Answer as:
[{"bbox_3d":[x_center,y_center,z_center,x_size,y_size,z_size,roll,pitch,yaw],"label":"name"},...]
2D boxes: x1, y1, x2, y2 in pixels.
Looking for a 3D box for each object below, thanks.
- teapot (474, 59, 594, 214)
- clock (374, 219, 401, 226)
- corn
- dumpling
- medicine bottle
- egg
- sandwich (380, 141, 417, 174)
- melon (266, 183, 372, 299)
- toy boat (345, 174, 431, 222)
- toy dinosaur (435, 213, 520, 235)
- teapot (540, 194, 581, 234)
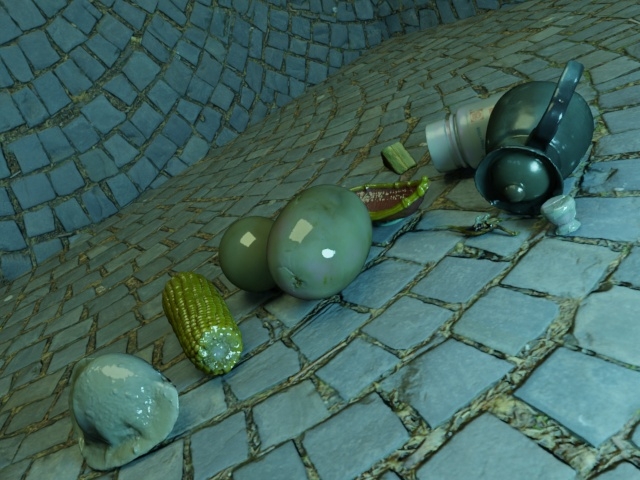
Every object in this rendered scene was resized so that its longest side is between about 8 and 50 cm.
[{"bbox_3d":[0.463,-0.192,1.222,0.305,0.223,0.285,-33,20,53],"label":"teapot"},{"bbox_3d":[0.179,-0.075,1.505,0.101,0.041,0.135,-27,24,0],"label":"clock"},{"bbox_3d":[-0.273,0.176,1.344,0.144,0.143,0.387,-33,28,-15],"label":"corn"},{"bbox_3d":[-0.407,0.334,1.157,0.243,0.175,0.226,-12,54,60],"label":"dumpling"},{"bbox_3d":[0.426,-0.276,1.503,0.293,0.170,0.170,-14,27,25],"label":"medicine bottle"},{"bbox_3d":[-0.160,0.031,1.459,0.186,0.185,0.241,-28,14,-3],"label":"egg"},{"bbox_3d":[0.245,-0.233,1.805,0.074,0.074,0.116,-28,56,-3],"label":"sandwich"},{"bbox_3d":[0.000,0.000,1.309,0.223,0.223,0.316,-14,28,27],"label":"melon"},{"bbox_3d":[0.141,-0.100,1.434,0.318,0.099,0.141,-4,39,42],"label":"toy boat"},{"bbox_3d":[0.341,-0.032,1.257,0.180,0.037,0.058,-3,28,41],"label":"toy dinosaur"},{"bbox_3d":[0.464,-0.051,1.136,0.064,0.064,0.083,-27,18,15],"label":"teapot"}]
